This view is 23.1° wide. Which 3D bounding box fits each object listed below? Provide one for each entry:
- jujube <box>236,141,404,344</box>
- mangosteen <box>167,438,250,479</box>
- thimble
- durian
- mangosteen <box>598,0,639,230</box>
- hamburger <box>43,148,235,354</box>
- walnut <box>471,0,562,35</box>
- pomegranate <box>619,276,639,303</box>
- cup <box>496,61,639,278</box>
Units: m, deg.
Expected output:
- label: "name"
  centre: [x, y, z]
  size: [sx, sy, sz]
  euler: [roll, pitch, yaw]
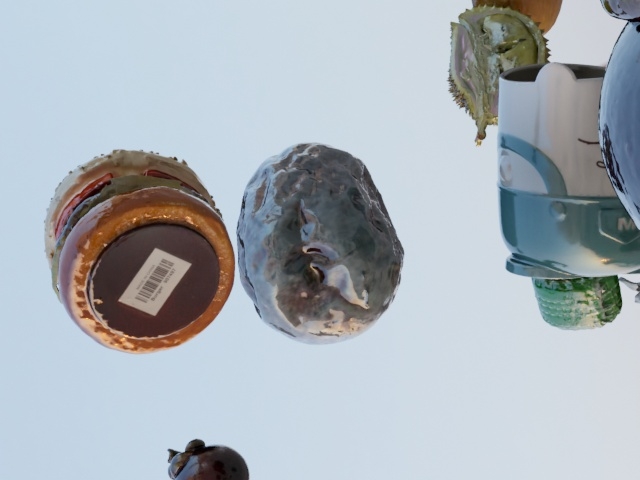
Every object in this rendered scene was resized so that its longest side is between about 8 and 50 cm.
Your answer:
- label: "jujube"
  centre: [-0.009, 0.002, 2.124]
  size: [0.246, 0.215, 0.308]
  euler: [59, -168, -15]
- label: "mangosteen"
  centre: [-0.173, 0.352, 2.332]
  size: [0.140, 0.140, 0.140]
  euler: [54, -157, -36]
- label: "thimble"
  centre: [0.386, 0.076, 2.336]
  size: [0.130, 0.118, 0.090]
  euler: [26, 137, 55]
- label: "durian"
  centre: [0.244, -0.218, 2.128]
  size: [0.102, 0.146, 0.208]
  euler: [47, -129, -58]
- label: "mangosteen"
  centre: [0.400, -0.155, 1.257]
  size: [0.382, 0.382, 0.435]
  euler: [-66, -35, -65]
- label: "hamburger"
  centre: [-0.316, 0.015, 2.703]
  size: [0.330, 0.330, 0.250]
  euler: [53, -176, -38]
- label: "walnut"
  centre: [0.286, -0.379, 2.201]
  size: [0.167, 0.087, 0.211]
  euler: [-20, -85, -32]
- label: "pomegranate"
  centre: [0.553, 0.041, 2.400]
  size: [0.148, 0.169, 0.148]
  euler: [36, -177, -2]
- label: "cup"
  centre: [0.351, -0.094, 1.890]
  size: [0.219, 0.289, 0.258]
  euler: [-150, 58, -69]
